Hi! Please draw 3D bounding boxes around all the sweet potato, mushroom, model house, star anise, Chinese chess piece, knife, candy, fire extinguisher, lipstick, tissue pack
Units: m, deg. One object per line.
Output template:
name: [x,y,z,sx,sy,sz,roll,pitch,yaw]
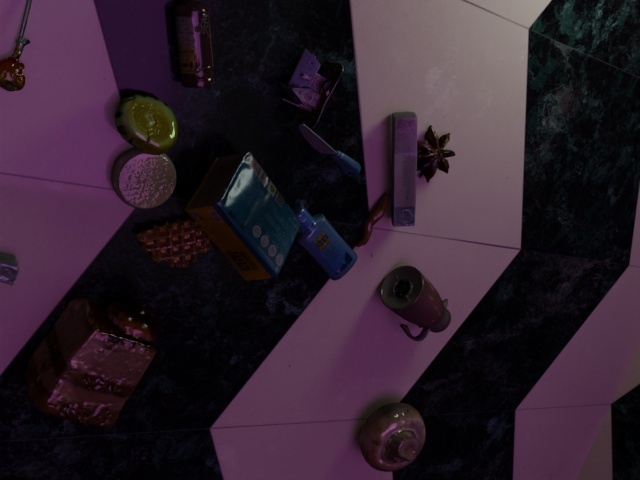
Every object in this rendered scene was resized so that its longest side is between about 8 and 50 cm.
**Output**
sweet potato: [0.150,-0.058,1.840,0.044,0.044,0.179,24,97,-36]
mushroom: [0.249,0.661,2.144,0.254,0.184,0.255,-7,102,-35]
model house: [-0.033,-0.371,1.539,0.088,0.117,0.167,21,103,-32]
star anise: [0.327,-0.250,1.845,0.168,0.057,0.168,-14,119,-25]
Chinese chess piece: [-0.400,-0.143,1.456,0.144,0.058,0.144,-13,117,-28]
knife: [0.017,-0.234,1.667,0.244,0.058,0.032,31,69,-38]
candy: [-0.585,-0.388,1.244,0.060,0.060,0.201,15,96,-35]
fire extinguisher: [-0.265,-0.465,1.389,0.106,0.075,0.252,-32,128,-50]
lipstick: [0.233,-0.196,1.795,0.066,0.068,0.317,-2,116,1]
tissue pack: [-0.182,-0.055,1.550,0.271,0.134,0.192,55,46,-36]

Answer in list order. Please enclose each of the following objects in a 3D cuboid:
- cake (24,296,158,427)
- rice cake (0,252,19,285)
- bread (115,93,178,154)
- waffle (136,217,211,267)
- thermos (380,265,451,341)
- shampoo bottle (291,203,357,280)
cake: [-0.513,0.255,1.482,0.198,0.196,0.293,32,94,-35]
rice cake: [-0.788,0.025,1.292,0.336,0.066,0.063,20,101,-35]
bread: [-0.378,-0.251,1.394,0.139,0.071,0.130,12,73,-31]
waffle: [-0.334,-0.016,1.561,0.192,0.046,0.161,-44,127,-7]
thermos: [0.305,0.211,1.995,0.176,0.146,0.265,-54,133,-7]
shampoo bottle: [0.000,0.000,1.760,0.104,0.061,0.258,-46,127,-6]
